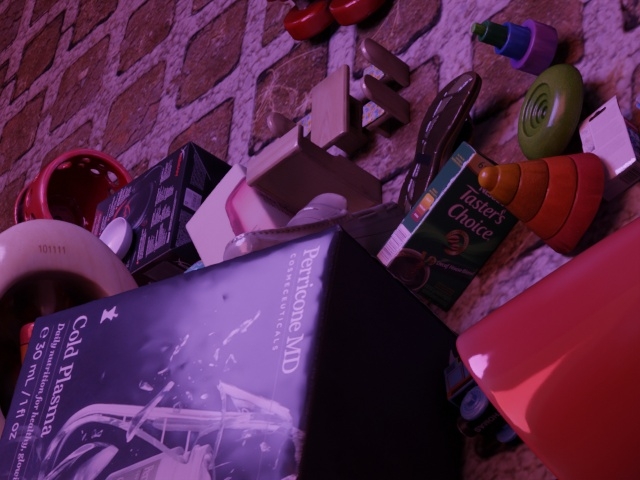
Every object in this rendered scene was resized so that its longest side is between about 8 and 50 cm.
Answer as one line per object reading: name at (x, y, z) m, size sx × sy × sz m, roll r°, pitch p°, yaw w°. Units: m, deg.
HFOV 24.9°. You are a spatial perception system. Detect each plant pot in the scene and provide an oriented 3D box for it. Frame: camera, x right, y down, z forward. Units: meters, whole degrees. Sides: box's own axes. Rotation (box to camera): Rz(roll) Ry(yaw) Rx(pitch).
plant pot at (-0.440, -0.049, 2.577) m, size 0.174 × 0.191 × 0.191 m, roll -27°, pitch 43°, yaw 54°
plant pot at (0.298, 0.109, 1.312) m, size 0.243 × 0.275 × 0.275 m, roll -44°, pitch 33°, yaw 8°

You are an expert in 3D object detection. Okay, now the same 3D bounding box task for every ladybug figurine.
ladybug figurine at (-0.379, 0.198, 2.012) m, size 0.162 × 0.305 × 0.449 m, roll -34°, pitch 56°, yaw 58°

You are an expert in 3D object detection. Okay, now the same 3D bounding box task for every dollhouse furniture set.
dollhouse furniture set at (-0.004, -0.157, 2.054) m, size 0.212 × 0.161 × 0.242 m, roll -34°, pitch 38°, yaw 35°

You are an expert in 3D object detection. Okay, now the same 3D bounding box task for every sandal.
sandal at (0.165, -0.113, 1.882) m, size 0.090 × 0.060 × 0.219 m, roll 30°, pitch 103°, yaw 65°

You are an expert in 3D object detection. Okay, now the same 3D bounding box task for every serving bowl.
serving bowl at (-0.321, 0.007, 2.283) m, size 0.083 × 0.027 × 0.083 m, roll -34°, pitch 40°, yaw 34°

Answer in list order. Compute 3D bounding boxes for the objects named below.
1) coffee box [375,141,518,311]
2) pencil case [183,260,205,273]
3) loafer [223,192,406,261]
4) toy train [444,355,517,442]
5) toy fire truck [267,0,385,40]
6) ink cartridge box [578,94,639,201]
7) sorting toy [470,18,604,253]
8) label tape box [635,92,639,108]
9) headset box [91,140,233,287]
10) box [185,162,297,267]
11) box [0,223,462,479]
coffee box at (0.162, -0.016, 1.740) m, size 0.184 × 0.113 × 0.040 m, roll -52°, pitch 30°, yaw 9°
pencil case at (-0.128, 0.136, 2.022) m, size 0.124 × 0.124 × 0.284 m, roll -51°, pitch 31°, yaw 13°
loafer at (0.000, 0.000, 1.765) m, size 0.112 × 0.319 × 0.111 m, roll -28°, pitch 73°, yaw 37°
toy train at (0.214, 0.137, 1.566) m, size 0.184 × 0.080 × 0.105 m, roll -44°, pitch 28°, yaw 24°
toy fire truck at (0.031, -0.470, 2.302) m, size 0.302 × 0.169 × 0.254 m, roll -6°, pitch 40°, yaw 52°
ink cartridge box at (0.333, -0.106, 1.651) m, size 0.063 × 0.029 × 0.115 m, roll -40°, pitch 35°, yaw 31°
sorting toy at (0.232, -0.146, 1.713) m, size 0.365 × 0.126 × 0.127 m, roll -93°, pitch 24°, yaw -43°
label tape box at (0.455, -0.194, 1.471) m, size 0.249 × 0.115 × 0.348 m, roll -53°, pitch 33°, yaw 10°
headset box at (-0.276, 0.003, 2.358) m, size 0.293 × 0.110 × 0.218 m, roll -30°, pitch 41°, yaw 39°
box at (-0.072, 0.018, 2.012) m, size 0.127 × 0.148 × 0.232 m, roll -51°, pitch 32°, yaw 12°
box at (-0.118, 0.299, 1.608) m, size 0.471 × 0.297 × 0.480 m, roll -16°, pitch 48°, yaw 31°
